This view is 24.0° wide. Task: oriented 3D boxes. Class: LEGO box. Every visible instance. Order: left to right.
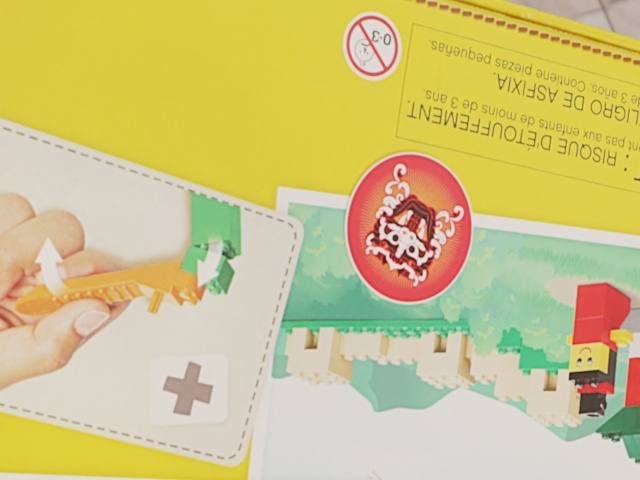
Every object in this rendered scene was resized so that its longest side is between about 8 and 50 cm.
[{"bbox_3d":[-0.009,0.097,0.580,0.193,0.500,0.372,3,83,61],"label":"LEGO box"}]
